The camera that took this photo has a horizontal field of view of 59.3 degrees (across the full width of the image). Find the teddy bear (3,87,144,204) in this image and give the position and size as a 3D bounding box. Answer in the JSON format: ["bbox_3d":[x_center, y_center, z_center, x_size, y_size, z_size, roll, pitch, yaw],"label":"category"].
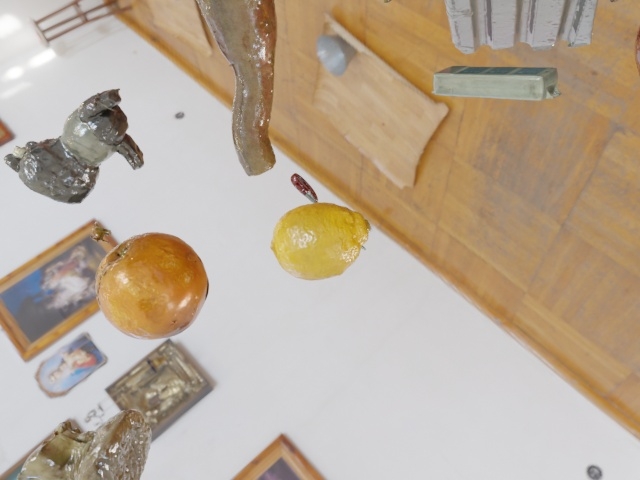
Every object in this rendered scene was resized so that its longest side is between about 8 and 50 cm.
[{"bbox_3d":[-0.441,-0.175,1.077,0.171,0.251,0.144,50,-179,-42],"label":"teddy bear"}]

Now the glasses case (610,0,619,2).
[{"bbox_3d":[0.584,-0.402,0.804,0.300,0.114,0.060,-4,111,19],"label":"glasses case"}]

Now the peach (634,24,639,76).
[{"bbox_3d":[0.769,-0.372,1.080,0.308,0.308,0.332,39,134,34],"label":"peach"}]

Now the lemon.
[{"bbox_3d":[0.000,0.000,1.007,0.142,0.187,0.142,-14,-90,-81],"label":"lemon"}]

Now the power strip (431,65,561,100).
[{"bbox_3d":[0.350,-0.321,1.139,0.272,0.078,0.052,17,127,42],"label":"power strip"}]

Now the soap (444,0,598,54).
[{"bbox_3d":[0.473,-0.628,1.322,0.351,0.212,0.435,5,177,20],"label":"soap"}]

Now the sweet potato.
[{"bbox_3d":[-0.108,-0.282,0.772,0.109,0.109,0.385,27,133,51],"label":"sweet potato"}]

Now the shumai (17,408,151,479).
[{"bbox_3d":[-0.373,0.351,0.903,0.153,0.161,0.209,15,124,5],"label":"shumai"}]

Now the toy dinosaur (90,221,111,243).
[{"bbox_3d":[-0.490,-0.020,1.258,0.113,0.041,0.026,-120,47,-60],"label":"toy dinosaur"}]

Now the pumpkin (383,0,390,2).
[{"bbox_3d":[0.270,-0.851,1.786,0.254,0.149,0.130,36,-135,-88],"label":"pumpkin"}]

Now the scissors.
[{"bbox_3d":[0.024,-0.048,1.219,0.248,0.017,0.144,31,-149,-51],"label":"scissors"}]

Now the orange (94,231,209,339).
[{"bbox_3d":[-0.377,0.103,1.269,0.246,0.246,0.246,44,159,22],"label":"orange"}]
